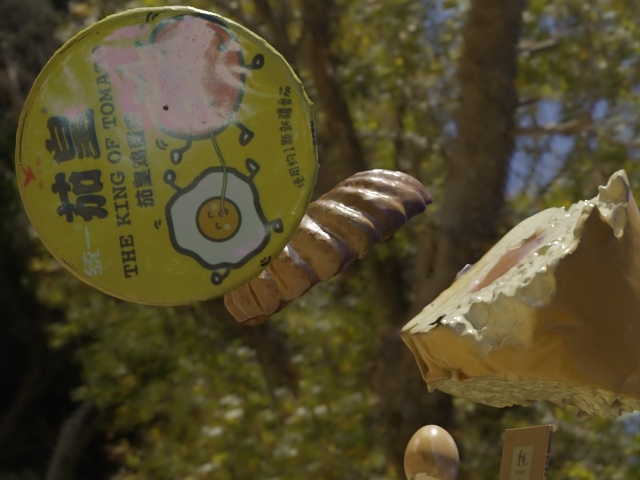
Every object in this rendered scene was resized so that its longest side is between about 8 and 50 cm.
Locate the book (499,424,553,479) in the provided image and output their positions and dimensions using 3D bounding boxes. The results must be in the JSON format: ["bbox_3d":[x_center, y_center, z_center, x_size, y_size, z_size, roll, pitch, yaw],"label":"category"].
[{"bbox_3d":[0.326,0.385,2.788,0.118,0.012,0.172,-16,-120,56],"label":"book"}]

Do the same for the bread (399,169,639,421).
[{"bbox_3d":[0.179,0.044,1.528,0.184,0.211,0.224,-21,-118,49],"label":"bread"}]

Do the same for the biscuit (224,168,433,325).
[{"bbox_3d":[0.000,0.000,2.385,0.107,0.326,0.326,58,-21,-1],"label":"biscuit"}]

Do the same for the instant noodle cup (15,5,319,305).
[{"bbox_3d":[-0.170,-0.085,1.952,0.254,0.326,0.325,138,-67,-85],"label":"instant noodle cup"}]

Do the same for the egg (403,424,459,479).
[{"bbox_3d":[0.159,0.309,2.453,0.080,0.080,0.096,112,-5,-60],"label":"egg"}]
